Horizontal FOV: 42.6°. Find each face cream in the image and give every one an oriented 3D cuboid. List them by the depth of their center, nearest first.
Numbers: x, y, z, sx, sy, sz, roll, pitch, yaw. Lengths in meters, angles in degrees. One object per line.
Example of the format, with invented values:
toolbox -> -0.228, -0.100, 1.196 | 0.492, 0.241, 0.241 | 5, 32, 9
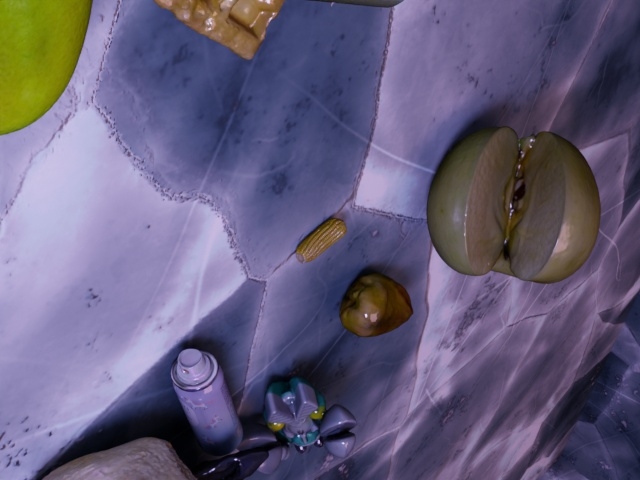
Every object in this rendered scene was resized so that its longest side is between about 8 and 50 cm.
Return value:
face cream -> -0.169, 0.235, 1.216 | 0.075, 0.075, 0.229 | -38, 144, -24

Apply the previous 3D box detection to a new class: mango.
mango -> -0.256, -0.212, 0.605 | 0.185, 0.149, 0.273 | -50, 154, -20

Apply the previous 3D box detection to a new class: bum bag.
bum bag -> -0.180, 0.383, 1.274 | 0.137, 0.074, 0.310 | -15, 156, -31

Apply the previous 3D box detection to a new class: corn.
corn -> 0.000, 0.000, 1.247 | 0.092, 0.037, 0.037 | -40, 146, -23

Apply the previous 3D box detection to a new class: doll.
doll -> -0.020, 0.323, 1.415 | 0.195, 0.153, 0.258 | -33, 149, 20

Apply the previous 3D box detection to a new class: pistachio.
pistachio -> 0.089, 0.116, 1.425 | 0.110, 0.100, 0.189 | -40, 164, 21

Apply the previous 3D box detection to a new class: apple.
apple -> 0.324, -0.057, 1.389 | 0.292, 0.292, 0.254 | 12, 87, -56

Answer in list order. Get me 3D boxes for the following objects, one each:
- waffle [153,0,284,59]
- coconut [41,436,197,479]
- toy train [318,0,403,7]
waffle -> -0.065, -0.334, 0.823 | 0.274, 0.057, 0.168 | -59, 147, 7
coconut -> -0.268, 0.418, 1.066 | 0.255, 0.297, 0.297 | -23, 138, -51
toy train -> -0.056, -0.310, 0.700 | 0.300, 0.131, 0.201 | 0, 113, -17
